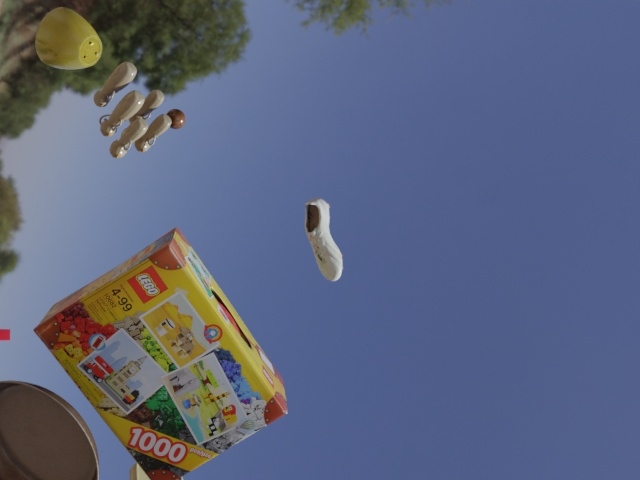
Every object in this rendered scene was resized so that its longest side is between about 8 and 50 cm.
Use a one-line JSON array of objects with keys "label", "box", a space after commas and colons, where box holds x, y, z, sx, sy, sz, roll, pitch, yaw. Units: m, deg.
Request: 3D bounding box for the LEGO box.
[{"label": "LEGO box", "box": [-0.369, 0.284, 1.750, 0.372, 0.500, 0.193, -32, -164, 2]}]

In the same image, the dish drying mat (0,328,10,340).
[{"label": "dish drying mat", "box": [-0.912, 0.264, 2.016, 0.008, 0.083, 0.032, -19, -110, 48]}]

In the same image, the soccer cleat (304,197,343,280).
[{"label": "soccer cleat", "box": [0.000, 0.000, 1.653, 0.068, 0.076, 0.196, -13, -91, 31]}]

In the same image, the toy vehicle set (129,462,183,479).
[{"label": "toy vehicle set", "box": [-0.460, 0.769, 2.047, 0.035, 0.166, 0.267, -48, -147, 19]}]

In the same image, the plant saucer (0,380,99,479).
[{"label": "plant saucer", "box": [-0.566, 0.407, 1.447, 0.310, 0.311, 0.050, -52, 178, 29]}]

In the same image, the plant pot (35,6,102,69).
[{"label": "plant pot", "box": [-0.538, -0.429, 1.579, 0.134, 0.095, 0.134, -51, 157, -31]}]

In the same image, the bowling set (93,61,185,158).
[{"label": "bowling set", "box": [-0.463, -0.301, 1.874, 0.154, 0.200, 0.287, -38, -131, 25]}]
